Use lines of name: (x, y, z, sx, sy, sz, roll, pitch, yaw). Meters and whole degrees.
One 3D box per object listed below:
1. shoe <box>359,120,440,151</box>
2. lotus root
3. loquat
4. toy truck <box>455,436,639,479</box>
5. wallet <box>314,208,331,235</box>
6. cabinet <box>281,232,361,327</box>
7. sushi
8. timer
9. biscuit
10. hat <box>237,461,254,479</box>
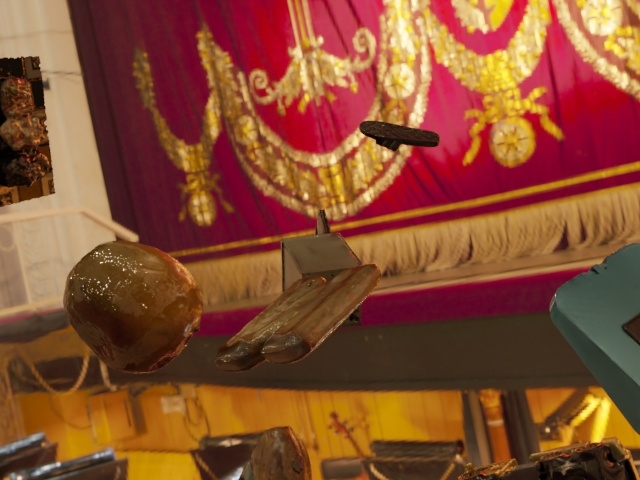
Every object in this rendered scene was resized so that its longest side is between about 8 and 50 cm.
shoe: (0.170, -0.218, 1.657, 0.179, 0.049, 0.071, 9, 36, -1)
lotus root: (-0.117, 0.671, 2.148, 0.193, 0.290, 0.193, 3, -24, 1)
loquat: (-0.394, 0.135, 1.610, 0.276, 0.284, 0.276, -53, -7, -9)
toy truck: (0.505, 0.554, 1.678, 0.405, 0.180, 0.254, -23, -11, 26)
wallet: (0.000, 0.000, 2.075, 0.026, 0.095, 0.176, -4, -39, -11)
cabinet: (0.005, 0.091, 1.716, 0.150, 0.145, 0.206, -5, 23, -14)
sushi: (-0.751, -0.266, 1.881, 0.100, 0.372, 0.296, 7, 17, 25)
timer: (0.487, 0.140, 1.128, 0.232, 0.250, 0.091, -25, -29, -26)
biscuit: (-0.038, 0.141, 1.377, 0.237, 0.062, 0.291, -17, 17, 42)
hat: (-0.158, 0.585, 1.663, 0.078, 0.190, 0.138, 20, 15, -17)
